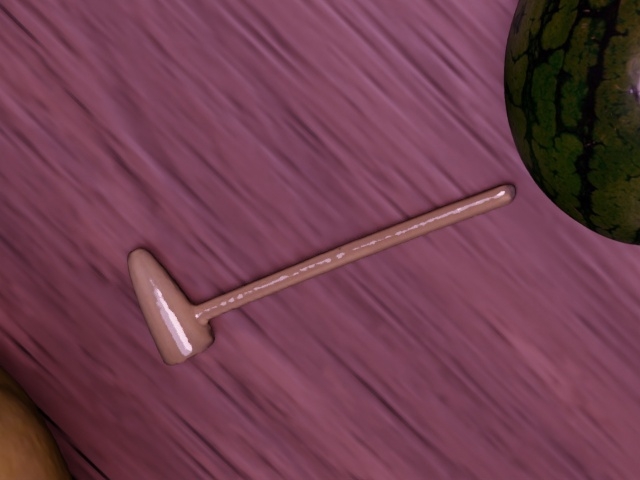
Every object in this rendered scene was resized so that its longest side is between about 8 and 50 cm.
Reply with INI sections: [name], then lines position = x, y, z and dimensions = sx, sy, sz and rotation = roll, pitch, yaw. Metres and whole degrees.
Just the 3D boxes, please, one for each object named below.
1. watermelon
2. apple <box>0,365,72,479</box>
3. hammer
[watermelon]
position = 0.148, -0.091, 0.807
dimensions = 0.141, 0.140, 0.187
rotation = 7, 104, 8
[apple]
position = -0.239, 0.161, 0.910
dimensions = 0.295, 0.233, 0.257
rotation = 22, 98, 18
[hammer]
position = 0.000, 0.000, 0.926
dimensions = 0.195, 0.028, 0.060
rotation = -22, 96, 13
